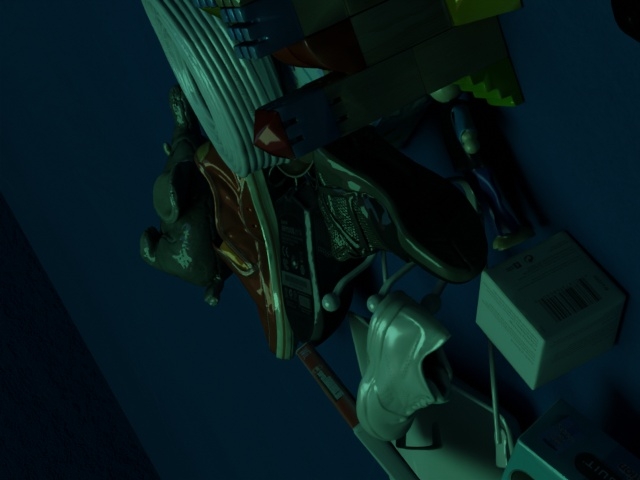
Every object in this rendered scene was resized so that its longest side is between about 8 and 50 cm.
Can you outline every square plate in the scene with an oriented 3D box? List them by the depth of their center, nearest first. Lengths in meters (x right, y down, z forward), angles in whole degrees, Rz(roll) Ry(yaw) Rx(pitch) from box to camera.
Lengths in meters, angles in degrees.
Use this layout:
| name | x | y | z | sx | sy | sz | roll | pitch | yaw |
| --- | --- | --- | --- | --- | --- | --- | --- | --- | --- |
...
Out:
| name | x | y | z | sx | sy | sz | roll | pitch | yaw |
| --- | --- | --- | --- | --- | --- | --- | --- | --- | --- |
| square plate | 0.172 | 0.280 | 1.968 | 0.344 | 0.049 | 0.347 | 33 | 144 | 54 |

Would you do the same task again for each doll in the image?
| name | x | y | z | sx | sy | sz | roll | pitch | yaw |
| --- | --- | --- | --- | --- | --- | --- | --- | --- | --- |
| doll | 0.151 | -0.084 | 1.576 | 0.129 | 0.046 | 0.189 | -133 | 19 | -86 |

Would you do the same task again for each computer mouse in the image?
| name | x | y | z | sx | sy | sz | roll | pitch | yaw |
| --- | --- | --- | --- | --- | --- | --- | --- | --- | --- |
| computer mouse | 0.000 | 0.000 | 2.000 | 0.188 | 0.072 | 0.272 | -155 | 59 | -62 |

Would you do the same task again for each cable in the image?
| name | x | y | z | sx | sy | sz | roll | pitch | yaw |
| --- | --- | --- | --- | --- | --- | --- | --- | --- | --- |
| cable | -0.113 | -0.195 | 1.814 | 0.257 | 0.089 | 0.257 | 60 | 171 | 23 |

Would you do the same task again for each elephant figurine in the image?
| name | x | y | z | sx | sy | sz | roll | pitch | yaw |
| --- | --- | --- | --- | --- | --- | --- | --- | --- | --- |
| elephant figurine | -0.176 | -0.069 | 2.245 | 0.186 | 0.169 | 0.239 | 20 | 123 | 21 |

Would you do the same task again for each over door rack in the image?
| name | x | y | z | sx | sy | sz | roll | pitch | yaw |
| --- | --- | --- | --- | --- | --- | --- | --- | --- | --- |
| over door rack | 0.109 | 0.098 | 1.737 | 0.239 | 0.108 | 0.324 | -2 | 104 | 63 |

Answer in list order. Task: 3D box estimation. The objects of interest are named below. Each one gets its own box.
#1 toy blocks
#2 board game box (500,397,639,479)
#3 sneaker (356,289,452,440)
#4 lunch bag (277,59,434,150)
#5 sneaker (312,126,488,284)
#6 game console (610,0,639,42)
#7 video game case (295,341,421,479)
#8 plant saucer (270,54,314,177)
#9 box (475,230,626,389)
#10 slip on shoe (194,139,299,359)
| name | x | y | z | sx | sy | sz | roll | pitch | yaw |
| --- | --- | --- | --- | --- | --- | --- | --- | --- | --- |
| toy blocks | 0.000 | -0.251 | 1.433 | 0.191 | 0.261 | 0.381 | 16 | 130 | 63 |
| board game box | 0.279 | 0.353 | 1.623 | 0.254 | 0.079 | 0.336 | 38 | 143 | 21 |
| sneaker | 0.095 | 0.150 | 1.643 | 0.094 | 0.080 | 0.212 | 29 | 144 | 24 |
| lunch bag | 0.033 | -0.179 | 1.682 | 0.176 | 0.090 | 0.219 | 57 | 158 | 13 |
| sneaker | 0.078 | -0.012 | 1.589 | 0.227 | 0.087 | 0.130 | 38 | 147 | 30 |
| game console | 0.324 | -0.203 | 1.037 | 0.386 | 0.060 | 0.342 | 44 | 158 | 42 |
| video game case | 0.069 | 0.241 | 1.892 | 0.204 | 0.025 | 0.285 | 52 | 177 | -20 |
| plant saucer | -0.027 | -0.159 | 1.880 | 0.168 | 0.029 | 0.168 | 28 | 122 | 58 |
| box | 0.219 | 0.067 | 1.524 | 0.102 | 0.101 | 0.087 | 51 | 157 | 33 |
| slip on shoe | -0.088 | 0.006 | 2.121 | 0.123 | 0.101 | 0.331 | -69 | -33 | -65 |
